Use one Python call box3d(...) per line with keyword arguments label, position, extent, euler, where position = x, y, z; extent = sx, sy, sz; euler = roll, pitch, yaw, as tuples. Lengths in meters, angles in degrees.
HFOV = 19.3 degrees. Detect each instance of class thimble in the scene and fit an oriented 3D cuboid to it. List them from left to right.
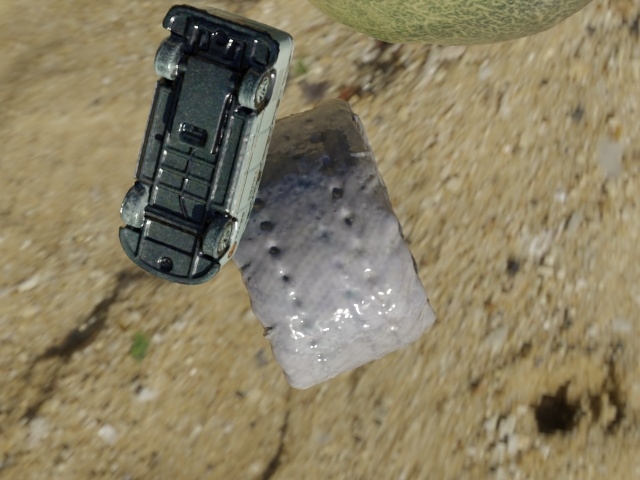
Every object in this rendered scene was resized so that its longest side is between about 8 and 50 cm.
box3d(label="thimble", position=(0.000, 0.000, 1.745), extent=(0.157, 0.217, 0.246), euler=(-22, 90, 1))

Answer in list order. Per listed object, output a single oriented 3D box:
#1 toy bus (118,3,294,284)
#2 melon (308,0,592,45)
box3d(label="toy bus", position=(-0.078, -0.069, 1.326), extent=(0.087, 0.089, 0.194), euler=(20, 109, 14))
box3d(label="melon", position=(0.100, -0.267, 1.434), extent=(0.329, 0.248, 0.249), euler=(-2, 104, 47))
